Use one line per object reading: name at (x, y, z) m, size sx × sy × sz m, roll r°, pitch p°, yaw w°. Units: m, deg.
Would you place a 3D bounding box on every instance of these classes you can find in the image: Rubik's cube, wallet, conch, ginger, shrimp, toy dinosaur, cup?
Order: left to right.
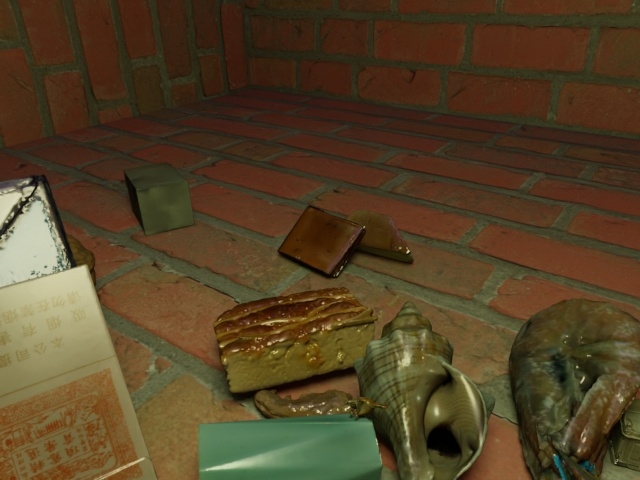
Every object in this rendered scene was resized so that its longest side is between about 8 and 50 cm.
Rubik's cube at (-0.533, 0.101, 0.783) m, size 0.306 × 0.306 × 0.310 m, roll -16°, pitch -9°, yaw -26°
cup at (-0.042, 0.310, 0.683) m, size 0.236 × 0.148 × 0.134 m, roll -2°, pitch 59°, yaw -13°
ginger at (-0.031, 0.272, 0.826) m, size 0.174 × 0.051 × 0.069 m, roll 5°, pitch 25°, yaw 8°
wallet at (0.001, 0.002, 1.278) m, size 0.196 × 0.042 × 0.160 m, roll 20°, pitch 66°, yaw 36°
toy dinosaur at (0.053, 0.236, 0.712) m, size 0.041 × 0.026 × 0.113 m, roll 3°, pitch -17°, yaw -31°
conch at (0.158, 0.256, 0.756) m, size 0.203 × 0.169 × 0.385 m, roll -15°, pitch 58°, yaw 16°
shrimp at (0.395, 0.238, 0.763) m, size 0.221 × 0.109 × 0.445 m, roll -27°, pitch 19°, yaw 32°

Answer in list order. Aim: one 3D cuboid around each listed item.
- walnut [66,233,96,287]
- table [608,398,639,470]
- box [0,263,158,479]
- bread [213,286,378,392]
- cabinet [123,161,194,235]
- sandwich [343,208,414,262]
walnut at (-0.597, 0.082, 1.060) m, size 0.245 × 0.198 × 0.198 m, roll -29°, pitch 38°, yaw -34°
table at (0.477, 0.287, 0.738) m, size 0.079 × 0.083 × 0.062 m, roll 9°, pitch 28°, yaw 16°
box at (-0.347, 0.231, 0.634) m, size 0.205 × 0.364 × 0.051 m, roll -18°, pitch -6°, yaw -29°
bread at (-0.051, 0.172, 0.922) m, size 0.275 × 0.114 × 0.185 m, roll -11°, pitch 14°, yaw -15°
cabinet at (-0.489, -0.132, 1.520) m, size 0.150 × 0.144 × 0.206 m, roll -16°, pitch 31°, yaw -25°
sandwich at (0.134, -0.013, 1.303) m, size 0.258 × 0.094 × 0.096 m, roll 16°, pitch 72°, yaw 30°
